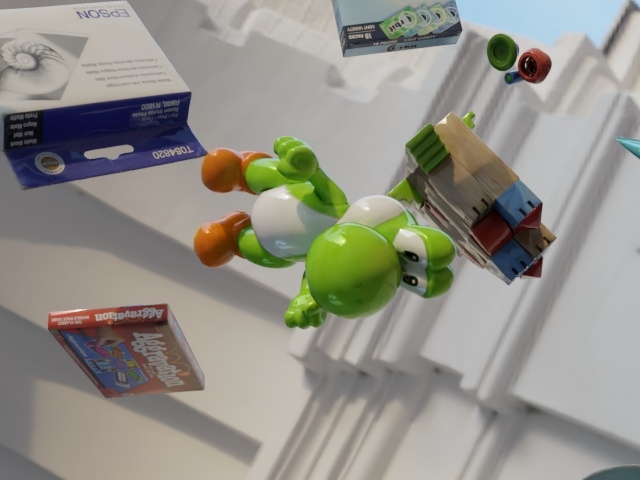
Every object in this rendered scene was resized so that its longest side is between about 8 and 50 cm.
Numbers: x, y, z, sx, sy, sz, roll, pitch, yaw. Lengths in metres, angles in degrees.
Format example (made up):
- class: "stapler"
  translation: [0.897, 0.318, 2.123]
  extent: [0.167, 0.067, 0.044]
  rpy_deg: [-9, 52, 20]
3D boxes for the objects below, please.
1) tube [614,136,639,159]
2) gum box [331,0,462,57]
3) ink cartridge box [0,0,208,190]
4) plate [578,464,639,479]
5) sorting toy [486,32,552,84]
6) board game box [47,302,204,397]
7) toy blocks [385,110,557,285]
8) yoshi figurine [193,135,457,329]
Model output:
- class: "tube"
  translation: [0.454, -0.088, 1.256]
  extent: [0.080, 0.207, 0.052]
  rpy_deg: [11, -70, -24]
- class: "gum box"
  translation: [0.091, -0.341, 1.339]
  extent: [0.157, 0.041, 0.184]
  rpy_deg: [-9, -107, -9]
- class: "ink cartridge box"
  translation: [-0.257, -0.165, 1.074]
  extent: [0.223, 0.224, 0.045]
  rpy_deg: [-16, -31, -38]
- class: "plate"
  translation: [0.304, 0.314, 1.040]
  extent: [0.188, 0.024, 0.188]
  rpy_deg: [-2, -77, -8]
- class: "sorting toy"
  translation: [0.274, -0.243, 1.369]
  extent: [0.042, 0.102, 0.061]
  rpy_deg: [-18, -47, -36]
- class: "board game box"
  translation: [-0.244, 0.150, 1.320]
  extent: [0.281, 0.145, 0.027]
  rpy_deg: [82, -178, -64]
- class: "toy blocks"
  translation: [0.258, -0.041, 1.611]
  extent: [0.191, 0.261, 0.381]
  rpy_deg: [-42, -12, -5]
- class: "yoshi figurine"
  translation: [-0.017, -0.003, 1.219]
  extent: [0.203, 0.362, 0.203]
  rpy_deg: [-58, -40, -19]
